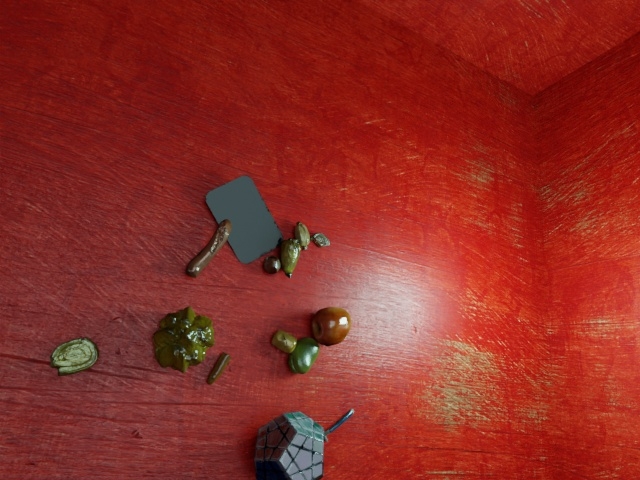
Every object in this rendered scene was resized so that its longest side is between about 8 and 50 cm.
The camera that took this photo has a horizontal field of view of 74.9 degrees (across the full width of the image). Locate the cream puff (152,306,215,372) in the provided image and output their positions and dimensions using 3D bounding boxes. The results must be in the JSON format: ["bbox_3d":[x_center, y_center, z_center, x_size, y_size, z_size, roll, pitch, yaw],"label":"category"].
[{"bbox_3d":[-0.539,0.386,1.647,0.244,0.196,0.244,28,35,-22],"label":"cream puff"}]

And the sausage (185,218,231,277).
[{"bbox_3d":[-0.477,0.034,1.813,0.078,0.078,0.304,39,70,-13],"label":"sausage"}]

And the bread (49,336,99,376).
[{"bbox_3d":[-0.889,0.419,1.510,0.157,0.064,0.117,-12,77,-28],"label":"bread"}]

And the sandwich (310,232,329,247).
[{"bbox_3d":[0.004,-0.001,2.112,0.101,0.026,0.069,41,61,-12],"label":"sandwich"}]

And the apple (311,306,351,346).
[{"bbox_3d":[0.054,0.394,1.949,0.199,0.199,0.198,8,73,-26],"label":"apple"}]

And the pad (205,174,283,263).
[{"bbox_3d":[-0.383,-0.081,1.942,0.315,0.063,0.375,-30,97,-24],"label":"pad"}]

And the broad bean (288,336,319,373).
[{"bbox_3d":[-0.079,0.523,1.897,0.125,0.082,0.174,35,53,-15],"label":"broad bean"}]

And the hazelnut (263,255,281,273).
[{"bbox_3d":[-0.226,0.112,1.936,0.087,0.086,0.086,8,73,-26],"label":"hazelnut"}]

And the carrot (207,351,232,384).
[{"bbox_3d":[-0.421,0.535,1.731,0.048,0.048,0.139,36,65,-14],"label":"carrot"}]

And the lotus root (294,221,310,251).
[{"bbox_3d":[-0.089,-0.019,2.048,0.073,0.062,0.150,-9,80,-22],"label":"lotus root"}]

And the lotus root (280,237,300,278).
[{"bbox_3d":[-0.149,0.082,1.970,0.108,0.095,0.190,20,78,-47],"label":"lotus root"}]

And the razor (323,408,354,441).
[{"bbox_3d":[0.086,0.835,1.912,0.191,0.037,0.068,-26,87,-30],"label":"razor"}]

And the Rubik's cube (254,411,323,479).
[{"bbox_3d":[-0.120,0.850,1.669,0.318,0.319,0.264,59,32,-2],"label":"Rubik's cube"}]

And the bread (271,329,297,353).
[{"bbox_3d":[-0.162,0.447,1.862,0.115,0.056,0.082,29,61,14],"label":"bread"}]
